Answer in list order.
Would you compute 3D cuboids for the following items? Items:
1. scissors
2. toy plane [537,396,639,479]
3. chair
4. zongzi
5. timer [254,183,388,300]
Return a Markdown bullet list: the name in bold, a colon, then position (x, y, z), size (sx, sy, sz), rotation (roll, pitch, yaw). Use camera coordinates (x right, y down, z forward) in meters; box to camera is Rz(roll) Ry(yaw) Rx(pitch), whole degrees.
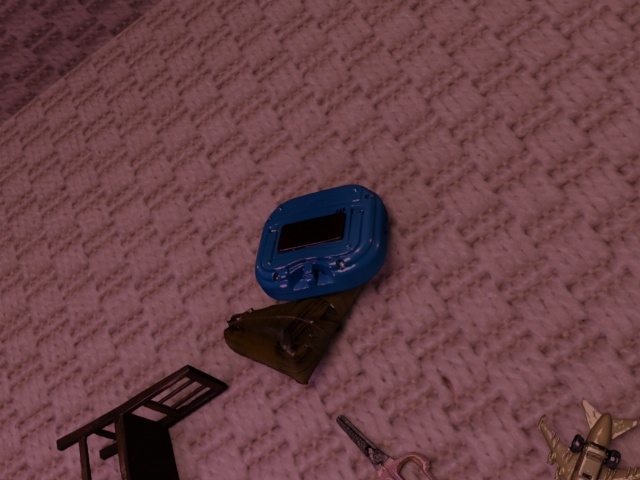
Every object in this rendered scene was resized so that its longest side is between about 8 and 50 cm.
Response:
- **scissors**: position (0.142, 0.500, 1.612), size (0.160, 0.024, 0.317), rotation (-49, 56, 1)
- **toy plane**: position (0.523, 0.441, 1.410), size (0.229, 0.092, 0.244), rotation (21, 75, 18)
- **chair**: position (-0.418, 0.525, 1.781), size (0.416, 0.203, 0.240), rotation (-31, 53, 13)
- **zongzi**: position (-0.070, 0.184, 1.817), size (0.274, 0.145, 0.300), rotation (16, 59, 37)
- **timer**: position (0.000, 0.000, 1.816), size (0.340, 0.115, 0.309), rotation (-12, 43, 20)
